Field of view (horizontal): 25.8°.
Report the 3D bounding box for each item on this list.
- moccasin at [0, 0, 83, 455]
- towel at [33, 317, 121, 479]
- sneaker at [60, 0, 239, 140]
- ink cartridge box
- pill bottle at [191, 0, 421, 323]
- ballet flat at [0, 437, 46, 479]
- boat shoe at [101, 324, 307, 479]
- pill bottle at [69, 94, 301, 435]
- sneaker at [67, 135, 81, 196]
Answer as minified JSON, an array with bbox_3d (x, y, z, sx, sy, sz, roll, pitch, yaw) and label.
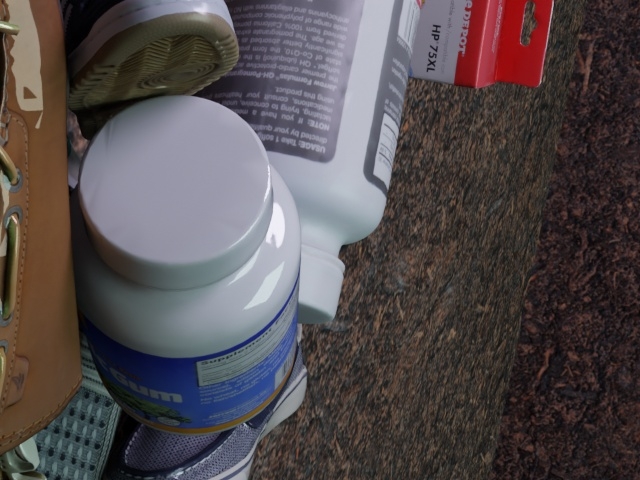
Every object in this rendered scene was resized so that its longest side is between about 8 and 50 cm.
[{"bbox_3d":[-0.218,-0.051,0.735,0.147,0.139,0.380,-47,143,-60],"label":"moccasin"},{"bbox_3d":[-0.220,0.139,0.964,0.324,0.056,0.312,53,52,-64],"label":"towel"},{"bbox_3d":[-0.122,-0.157,0.851,0.282,0.099,0.153,157,-78,-77],"label":"sneaker"},{"bbox_3d":[0.112,-0.231,1.409,0.078,0.231,0.134,-26,125,-66],"label":"ink cartridge box"},{"bbox_3d":[-0.023,-0.099,1.159,0.176,0.176,0.318,44,55,-68],"label":"pill bottle"},{"bbox_3d":[-0.200,0.150,0.908,0.041,0.041,0.114,-55,150,-48],"label":"ballet flat"},{"bbox_3d":[-0.101,0.114,1.213,0.340,0.127,0.158,-49,140,-69],"label":"boat shoe"},{"bbox_3d":[-0.089,0.020,0.915,0.272,0.152,0.152,93,16,-65],"label":"pill bottle"},{"bbox_3d":[-0.185,-0.082,0.927,0.075,0.057,0.161,-68,156,-11],"label":"sneaker"}]
